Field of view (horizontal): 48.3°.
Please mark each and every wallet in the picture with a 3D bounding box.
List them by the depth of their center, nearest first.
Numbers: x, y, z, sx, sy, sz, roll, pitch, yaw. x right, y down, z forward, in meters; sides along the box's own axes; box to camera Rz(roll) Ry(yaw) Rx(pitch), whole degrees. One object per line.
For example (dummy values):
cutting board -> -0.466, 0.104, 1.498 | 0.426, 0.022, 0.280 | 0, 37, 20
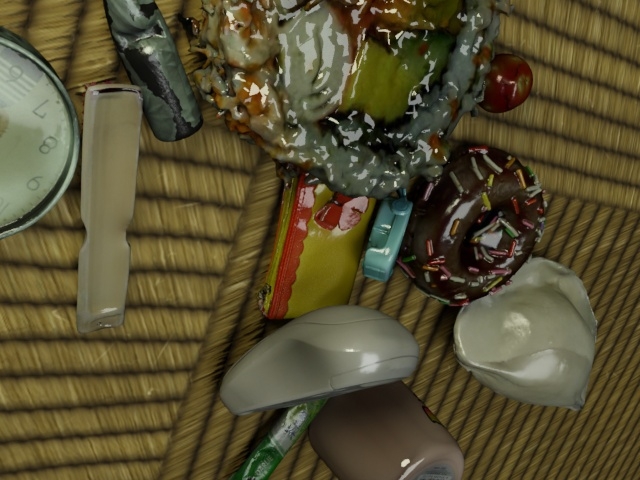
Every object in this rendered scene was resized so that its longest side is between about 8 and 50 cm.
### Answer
wallet -> 0.000, 0.000, 0.976 | 0.141, 0.067, 0.241 | -3, 118, -32

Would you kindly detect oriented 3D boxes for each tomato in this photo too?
tomato -> 0.264, -0.224, 1.022 | 0.087, 0.075, 0.087 | -16, 121, -29

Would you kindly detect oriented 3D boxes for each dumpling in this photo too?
dumpling -> 0.386, 0.162, 1.283 | 0.341, 0.181, 0.260 | 19, 81, -7

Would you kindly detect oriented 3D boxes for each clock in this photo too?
clock -> -0.348, -0.100, 0.688 | 0.226, 0.049, 0.226 | -17, 123, -27
clock -> 0.098, -0.020, 1.001 | 0.108, 0.045, 0.147 | 86, 22, -74

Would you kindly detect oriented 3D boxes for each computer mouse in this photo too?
computer mouse -> -0.010, 0.160, 0.980 | 0.184, 0.296, 0.121 | 1, 73, -47

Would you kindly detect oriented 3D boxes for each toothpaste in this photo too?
toothpaste -> -0.072, 0.320, 1.127 | 0.248, 0.047, 0.078 | -51, 132, -2

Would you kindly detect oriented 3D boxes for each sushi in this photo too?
sushi -> 0.053, -0.234, 0.797 | 0.417, 0.176, 0.418 | -16, 121, -28

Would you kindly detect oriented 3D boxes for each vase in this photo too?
vase -> -0.182, -0.204, 0.735 | 0.060, 0.060, 0.211 | -31, 129, -16

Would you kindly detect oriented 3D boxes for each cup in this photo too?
cup -> 0.125, 0.360, 1.181 | 0.191, 0.200, 0.253 | -41, 132, -8

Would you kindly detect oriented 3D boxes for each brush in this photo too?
brush -> -0.246, -0.030, 0.806 | 0.060, 0.050, 0.321 | -10, 128, -33

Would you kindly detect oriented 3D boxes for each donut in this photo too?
donut -> 0.240, -0.017, 1.109 | 0.269, 0.103, 0.270 | -18, 126, -27
